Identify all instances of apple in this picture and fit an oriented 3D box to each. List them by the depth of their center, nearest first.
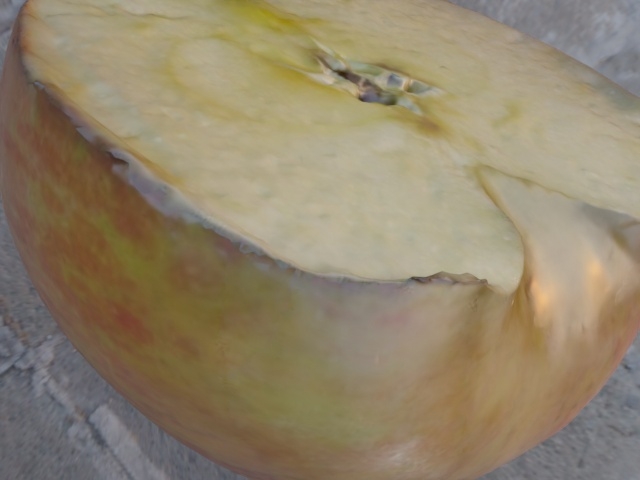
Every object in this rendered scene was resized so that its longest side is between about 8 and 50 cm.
[{"bbox_3d":[0.000,0.000,0.490,0.251,0.293,0.163,38,123,31],"label":"apple"}]
